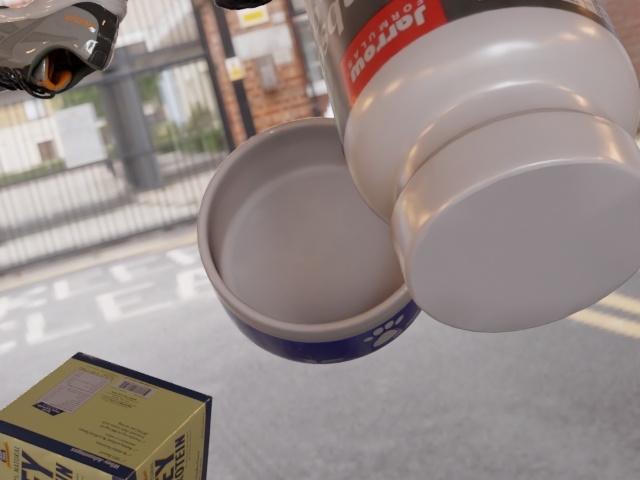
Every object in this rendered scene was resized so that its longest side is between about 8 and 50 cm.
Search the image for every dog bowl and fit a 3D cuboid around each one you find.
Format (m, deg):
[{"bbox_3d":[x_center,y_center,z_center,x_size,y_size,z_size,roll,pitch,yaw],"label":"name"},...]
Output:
[{"bbox_3d":[0.000,0.000,1.429,0.264,0.265,0.104,-15,-28,-1],"label":"dog bowl"}]

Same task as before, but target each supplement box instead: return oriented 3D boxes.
[{"bbox_3d":[-0.110,0.107,0.634,0.083,0.056,0.083,15,27,20],"label":"supplement box"}]

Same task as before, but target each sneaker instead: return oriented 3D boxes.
[{"bbox_3d":[-0.331,-0.207,1.445,0.271,0.108,0.100,-15,-28,38],"label":"sneaker"}]

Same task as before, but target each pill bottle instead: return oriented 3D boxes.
[{"bbox_3d":[0.107,-0.129,0.927,0.210,0.210,0.363,-14,50,2],"label":"pill bottle"}]

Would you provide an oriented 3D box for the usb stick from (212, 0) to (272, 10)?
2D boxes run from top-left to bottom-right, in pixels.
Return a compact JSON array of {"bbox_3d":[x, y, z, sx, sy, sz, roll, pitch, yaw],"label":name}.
[{"bbox_3d":[-0.081,-0.308,1.260,0.077,0.045,0.278,-6,-18,-3],"label":"usb stick"}]
